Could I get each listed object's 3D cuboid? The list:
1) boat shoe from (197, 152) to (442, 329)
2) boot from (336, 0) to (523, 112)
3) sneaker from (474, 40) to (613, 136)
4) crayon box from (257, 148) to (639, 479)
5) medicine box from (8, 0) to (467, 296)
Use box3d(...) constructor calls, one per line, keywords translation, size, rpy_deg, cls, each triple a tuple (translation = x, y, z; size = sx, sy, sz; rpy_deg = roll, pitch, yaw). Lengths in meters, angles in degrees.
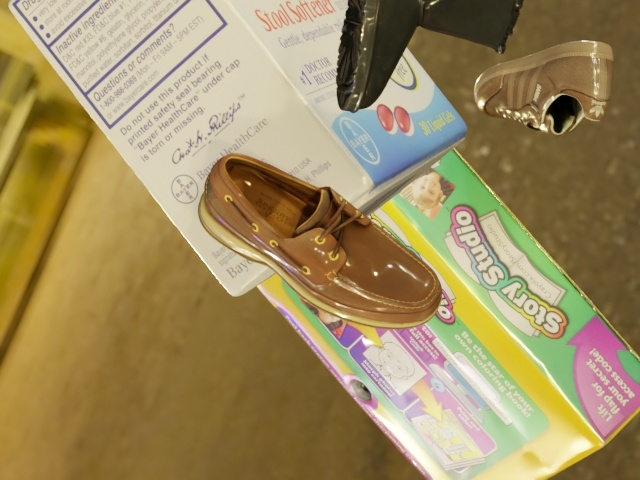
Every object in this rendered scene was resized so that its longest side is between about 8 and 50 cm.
box3d(translation=(0.000, 0.000, 1.229), size=(0.064, 0.178, 0.060), rpy_deg=(-56, -11, -31), cls="boat shoe")
box3d(translation=(0.065, -0.129, 1.096), size=(0.045, 0.099, 0.121), rpy_deg=(-158, 76, -72), cls="boot")
box3d(translation=(0.194, -0.125, 1.677), size=(0.188, 0.066, 0.071), rpy_deg=(158, 117, -63), cls="sneaker")
box3d(translation=(0.118, 0.080, 1.844), size=(0.106, 0.363, 0.313), rpy_deg=(-39, -4, -30), cls="crayon box")
box3d(translation=(-0.055, -0.134, 1.468), size=(0.149, 0.289, 0.263), rpy_deg=(-38, -2, 24), cls="medicine box")
